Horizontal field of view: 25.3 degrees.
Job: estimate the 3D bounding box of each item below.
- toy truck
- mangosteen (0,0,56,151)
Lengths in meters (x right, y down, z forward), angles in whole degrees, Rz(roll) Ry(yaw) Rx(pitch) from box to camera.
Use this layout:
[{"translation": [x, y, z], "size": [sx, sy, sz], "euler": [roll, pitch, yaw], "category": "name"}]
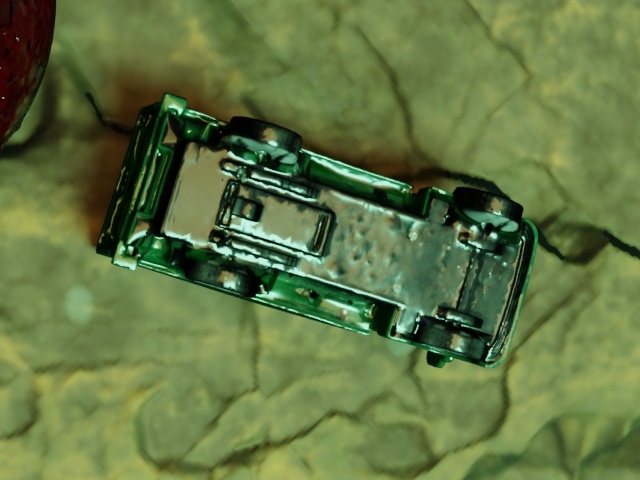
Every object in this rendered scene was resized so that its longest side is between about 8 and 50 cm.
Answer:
[{"translation": [0.000, 0.000, 0.522], "size": [0.147, 0.079, 0.065], "euler": [18, 86, -15], "category": "toy truck"}, {"translation": [-0.167, -0.064, 0.439], "size": [0.166, 0.166, 0.180], "euler": [19, 115, -16], "category": "mangosteen"}]
